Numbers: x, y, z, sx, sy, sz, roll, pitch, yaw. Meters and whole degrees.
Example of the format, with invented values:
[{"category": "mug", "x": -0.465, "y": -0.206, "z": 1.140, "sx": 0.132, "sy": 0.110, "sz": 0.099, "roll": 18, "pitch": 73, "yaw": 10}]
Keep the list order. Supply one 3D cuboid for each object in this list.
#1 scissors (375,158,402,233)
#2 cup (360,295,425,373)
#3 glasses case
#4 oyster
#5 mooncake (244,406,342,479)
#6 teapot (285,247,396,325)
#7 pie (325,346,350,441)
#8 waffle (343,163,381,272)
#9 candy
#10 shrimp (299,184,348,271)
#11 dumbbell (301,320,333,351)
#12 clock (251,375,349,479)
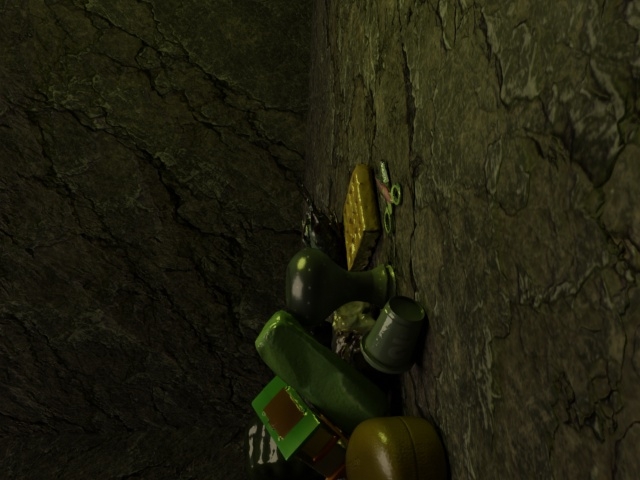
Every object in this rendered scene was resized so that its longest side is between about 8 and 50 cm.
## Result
[{"category": "scissors", "x": 0.160, "y": -0.119, "z": 1.407, "sx": 0.187, "sy": 0.020, "sz": 0.134, "roll": -101, "pitch": 16, "yaw": -46}, {"category": "cup", "x": 0.153, "y": 0.187, "z": 1.184, "sx": 0.120, "sy": 0.120, "sz": 0.141, "roll": -102, "pitch": 28, "yaw": -57}, {"category": "glasses case", "x": 0.132, "y": 0.451, "z": 1.182, "sx": 0.371, "sy": 0.141, "sz": 0.173, "roll": 106, "pitch": 163, "yaw": -62}, {"category": "oyster", "x": 0.094, "y": 0.235, "z": 1.511, "sx": 0.198, "sy": 0.133, "sz": 0.337, "roll": 108, "pitch": 157, "yaw": -44}, {"category": "mooncake", "x": -0.063, "y": 0.664, "z": 1.854, "sx": 0.356, "sy": 0.356, "sz": 0.194, "roll": 102, "pitch": 168, "yaw": -56}, {"category": "teapot", "x": 0.047, "y": 0.109, "z": 1.392, "sx": 0.183, "sy": 0.250, "sz": 0.184, "roll": -179, "pitch": 90, "yaw": -81}, {"category": "pie", "x": 0.058, "y": 0.445, "z": 1.593, "sx": 0.337, "sy": 0.075, "sz": 0.338, "roll": 157, "pitch": 90, "yaw": -82}, {"category": "waffle", "x": 0.109, "y": -0.056, "z": 1.639, "sx": 0.248, "sy": 0.055, "sz": 0.221, "roll": 102, "pitch": 165, "yaw": -58}, {"category": "candy", "x": 0.003, "y": 0.304, "z": 1.351, "sx": 0.132, "sy": 0.343, "sz": 0.142, "roll": -46, "pitch": 5, "yaw": 25}, {"category": "shrimp", "x": 0.001, "y": 0.002, "z": 1.793, "sx": 0.137, "sy": 0.172, "sz": 0.372, "roll": -40, "pitch": -69, "yaw": -60}, {"category": "dumbbell", "x": -0.017, "y": 0.269, "z": 2.111, "sx": 0.185, "sy": 0.185, "sz": 0.389, "roll": -105, "pitch": 16, "yaw": -62}, {"category": "clock", "x": -0.012, "y": 0.463, "z": 1.395, "sx": 0.255, "sy": 0.106, "sz": 0.220, "roll": 46, "pitch": 175, "yaw": -33}]
